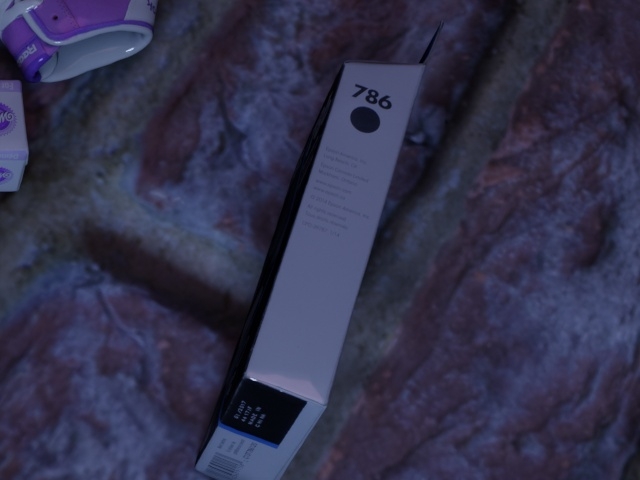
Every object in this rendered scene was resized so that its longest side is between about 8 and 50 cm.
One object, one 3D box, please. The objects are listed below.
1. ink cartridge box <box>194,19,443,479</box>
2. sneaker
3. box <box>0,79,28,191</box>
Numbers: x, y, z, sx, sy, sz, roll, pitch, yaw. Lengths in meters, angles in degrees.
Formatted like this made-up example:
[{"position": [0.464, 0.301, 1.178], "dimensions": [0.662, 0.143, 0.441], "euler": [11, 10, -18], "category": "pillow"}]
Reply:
[{"position": [0.000, 0.000, 1.229], "dimensions": [0.065, 0.165, 0.332], "euler": [21, 57, -4], "category": "ink cartridge box"}, {"position": [-0.257, -0.201, 1.303], "dimensions": [0.282, 0.102, 0.161], "euler": [4, 64, -16], "category": "sneaker"}, {"position": [-0.371, -0.073, 1.213], "dimensions": [0.324, 0.063, 0.067], "euler": [0, 63, -18], "category": "box"}]
